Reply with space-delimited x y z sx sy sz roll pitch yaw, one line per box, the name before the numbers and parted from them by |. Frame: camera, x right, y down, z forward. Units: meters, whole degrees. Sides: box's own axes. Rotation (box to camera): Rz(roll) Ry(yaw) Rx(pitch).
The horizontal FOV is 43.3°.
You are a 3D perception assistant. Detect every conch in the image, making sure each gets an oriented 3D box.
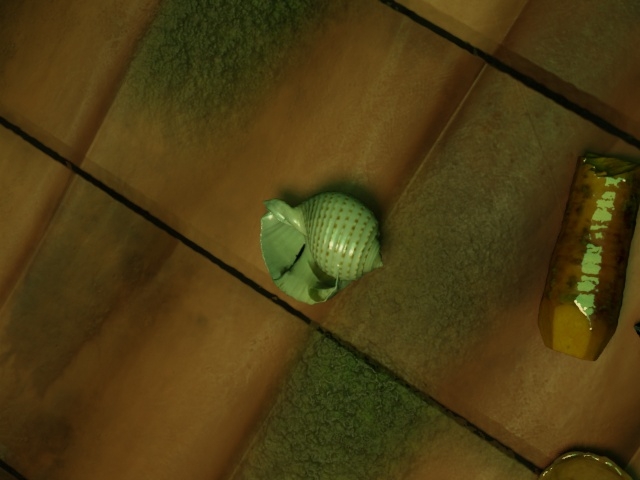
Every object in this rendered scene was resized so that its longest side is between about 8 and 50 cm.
conch | 0.009 -0.001 1.232 0.200 0.131 0.172 39 125 35

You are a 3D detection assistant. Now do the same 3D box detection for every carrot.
carrot | 0.395 0.019 1.172 0.114 0.114 0.302 12 91 10

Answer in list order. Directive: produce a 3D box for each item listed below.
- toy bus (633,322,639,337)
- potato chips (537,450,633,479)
toy bus | 0.536 0.190 1.155 0.106 0.090 0.185 -27 87 8
potato chips | 0.410 0.405 1.194 0.150 0.049 0.202 -41 85 11
